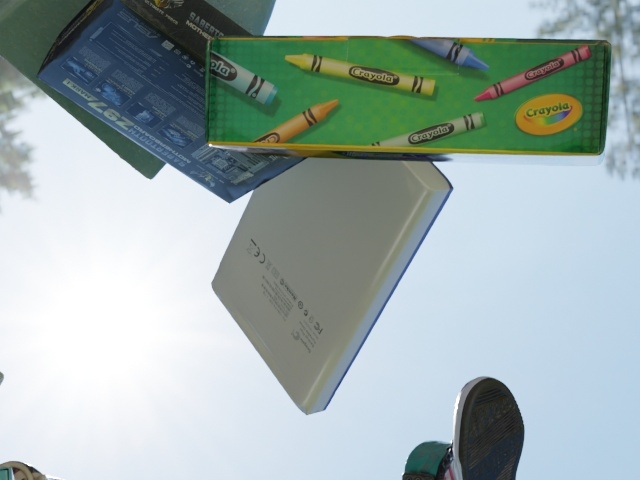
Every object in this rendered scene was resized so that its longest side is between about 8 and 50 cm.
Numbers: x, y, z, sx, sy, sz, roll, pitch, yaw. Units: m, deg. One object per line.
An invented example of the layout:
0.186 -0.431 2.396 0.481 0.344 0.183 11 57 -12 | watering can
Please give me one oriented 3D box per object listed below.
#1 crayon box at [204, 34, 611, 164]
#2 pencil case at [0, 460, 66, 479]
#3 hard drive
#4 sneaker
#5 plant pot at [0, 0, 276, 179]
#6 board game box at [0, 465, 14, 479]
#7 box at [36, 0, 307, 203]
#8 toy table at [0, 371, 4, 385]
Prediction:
0.071 -0.100 0.931 0.278 0.081 0.165 2 -178 12 | crayon box
-0.361 0.449 1.965 0.183 0.410 0.160 -16 -115 28 | pencil case
0.000 0.000 1.332 0.040 0.319 0.210 -8 -133 -41 | hard drive
0.188 0.292 1.695 0.123 0.296 0.178 -20 -154 -28 | sneaker
-0.186 -0.272 1.322 0.252 0.247 0.248 -40 -146 13 | plant pot
-0.443 0.361 1.157 0.336 0.079 0.254 -5 -117 -12 | board game box
-0.122 -0.139 1.163 0.183 0.232 0.059 -27 -145 52 | box
-0.579 0.173 1.796 0.274 0.252 0.161 -50 -166 3 | toy table
